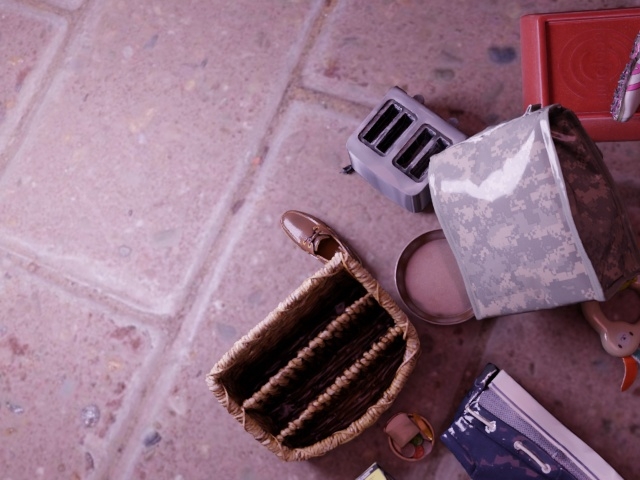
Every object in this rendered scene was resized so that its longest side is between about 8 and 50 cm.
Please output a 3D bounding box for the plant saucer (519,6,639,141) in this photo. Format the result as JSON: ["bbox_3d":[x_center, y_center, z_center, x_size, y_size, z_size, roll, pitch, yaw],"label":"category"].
[{"bbox_3d":[0.491,-0.301,1.264,0.259,0.047,0.258,-1,76,9],"label":"plant saucer"}]

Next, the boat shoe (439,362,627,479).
[{"bbox_3d":[0.340,0.357,1.095,0.340,0.127,0.158,43,93,25],"label":"boat shoe"}]

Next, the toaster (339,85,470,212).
[{"bbox_3d":[0.147,-0.155,1.254,0.168,0.110,0.185,40,86,18],"label":"toaster"}]

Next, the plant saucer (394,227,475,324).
[{"bbox_3d":[0.212,0.063,1.230,0.169,0.029,0.168,-2,75,9],"label":"plant saucer"}]

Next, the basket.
[{"bbox_3d":[0.010,0.203,1.129,0.299,0.223,0.213,-41,73,-3],"label":"basket"}]

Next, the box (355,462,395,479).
[{"bbox_3d":[0.131,0.437,1.054,0.058,0.087,0.232,-41,32,-1],"label":"box"}]

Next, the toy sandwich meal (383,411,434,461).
[{"bbox_3d":[0.146,0.319,1.175,0.086,0.029,0.085,-2,75,10],"label":"toy sandwich meal"}]

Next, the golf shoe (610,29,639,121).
[{"bbox_3d":[0.543,-0.274,1.187,0.086,0.067,0.186,24,81,13],"label":"golf shoe"}]

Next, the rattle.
[{"bbox_3d":[0.489,0.122,1.111,0.130,0.142,0.199,9,68,-12],"label":"rattle"}]

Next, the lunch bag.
[{"bbox_3d":[0.312,-0.046,1.085,0.169,0.235,0.286,-23,92,-39],"label":"lunch bag"}]

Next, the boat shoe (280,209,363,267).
[{"bbox_3d":[0.000,0.001,1.266,0.178,0.060,0.064,39,85,17],"label":"boat shoe"}]
